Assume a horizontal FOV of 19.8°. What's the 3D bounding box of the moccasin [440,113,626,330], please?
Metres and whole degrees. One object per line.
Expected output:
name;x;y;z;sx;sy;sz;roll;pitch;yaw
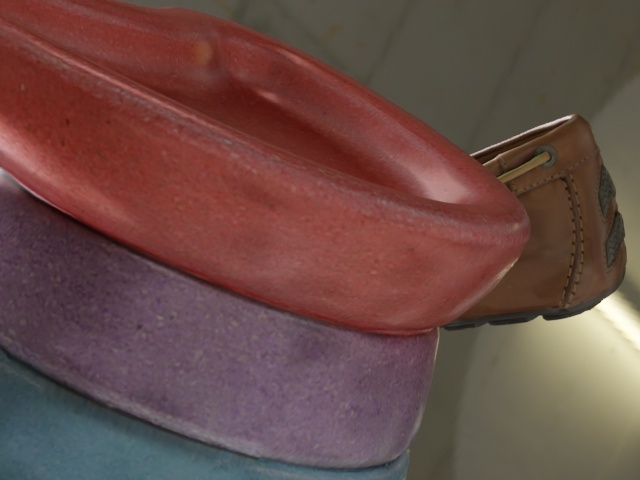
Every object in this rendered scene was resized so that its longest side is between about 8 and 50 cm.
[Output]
moccasin;-0.001;0.001;1.168;0.139;0.380;0.147;-41;-63;-60

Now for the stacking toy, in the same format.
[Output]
stacking toy;-0.133;-0.015;0.398;0.309;0.279;0.130;13;-73;-43
